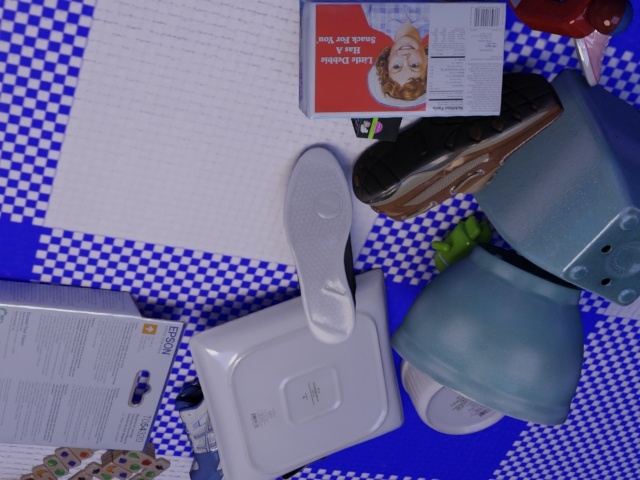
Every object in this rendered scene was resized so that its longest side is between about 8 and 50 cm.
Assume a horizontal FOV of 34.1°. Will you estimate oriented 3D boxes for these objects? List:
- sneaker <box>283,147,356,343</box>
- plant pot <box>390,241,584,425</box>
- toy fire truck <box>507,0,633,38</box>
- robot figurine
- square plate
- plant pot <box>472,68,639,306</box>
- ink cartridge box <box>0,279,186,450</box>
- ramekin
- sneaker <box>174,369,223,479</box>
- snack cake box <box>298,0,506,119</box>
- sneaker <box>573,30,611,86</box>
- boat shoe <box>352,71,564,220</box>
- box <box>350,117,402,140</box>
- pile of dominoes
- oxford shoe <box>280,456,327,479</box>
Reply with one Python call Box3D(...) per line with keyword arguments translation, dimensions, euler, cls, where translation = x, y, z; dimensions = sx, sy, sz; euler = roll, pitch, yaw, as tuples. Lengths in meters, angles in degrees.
Box3D(translation=(0.000, 0.000, 1.610), dimensions=(0.104, 0.147, 0.296), euler=(-7, 100, -1), cls="sneaker")
Box3D(translation=(0.279, 0.123, 1.587), dimensions=(0.293, 0.293, 0.196), euler=(18, 102, -26), cls="plant pot")
Box3D(translation=(0.351, -0.371, 1.255), dimensions=(0.169, 0.254, 0.302), euler=(28, 119, -31), cls="toy fire truck")
Box3D(translation=(0.230, 0.015, 1.687), dimensions=(0.101, 0.067, 0.115), euler=(19, 125, -28), cls="robot figurine")
Box3D(translation=(-0.022, 0.251, 1.757), dimensions=(0.344, 0.049, 0.347), euler=(-20, 121, -16), cls="square plate")
Box3D(translation=(0.409, -0.050, 1.548), dimensions=(0.248, 0.252, 0.247), euler=(23, 123, -28), cls="plant pot")
Box3D(translation=(-0.419, 0.213, 1.717), dimensions=(0.330, 0.071, 0.324), euler=(7, 127, -21), cls="ink cartridge box")
Box3D(translation=(0.253, 0.254, 1.871), dimensions=(0.207, 0.109, 0.207), euler=(-6, 131, -7), cls="ramekin")
Box3D(translation=(-0.199, 0.308, 1.834), dimensions=(0.131, 0.112, 0.296), euler=(14, 117, -13), cls="sneaker")
Box3D(translation=(0.106, -0.243, 1.388), dimensions=(0.264, 0.089, 0.152), euler=(-2, 107, -11), cls="snack cake box")
Box3D(translation=(0.395, -0.282, 1.474), dimensions=(0.070, 0.051, 0.134), euler=(-19, 125, 9), cls="sneaker")
Box3D(translation=(0.205, -0.131, 1.533), dimensions=(0.324, 0.123, 0.120), euler=(-26, 136, 21), cls="boat shoe")
Box3D(translation=(0.084, -0.191, 1.487), dimensions=(0.062, 0.052, 0.083), euler=(3, 128, -14), cls="box")
Box3D(translation=(-0.420, 0.442, 1.933), dimensions=(0.251, 0.040, 0.196), euler=(-37, 128, 19), cls="pile of dominoes")
Box3D(translation=(0.020, 0.342, 1.902), dimensions=(0.271, 0.098, 0.097), euler=(-40, 127, 22), cls="oxford shoe")
